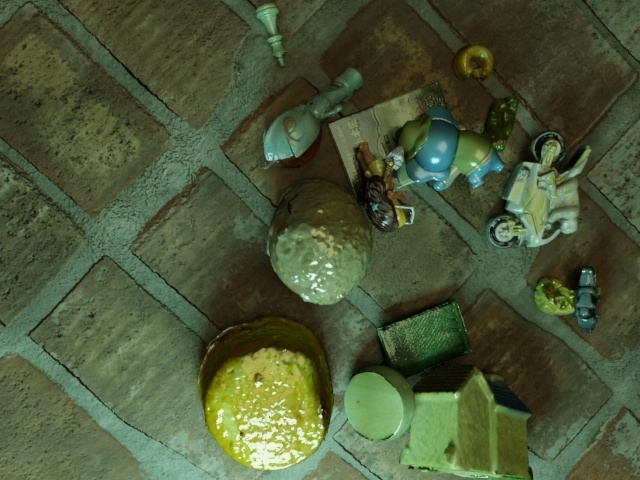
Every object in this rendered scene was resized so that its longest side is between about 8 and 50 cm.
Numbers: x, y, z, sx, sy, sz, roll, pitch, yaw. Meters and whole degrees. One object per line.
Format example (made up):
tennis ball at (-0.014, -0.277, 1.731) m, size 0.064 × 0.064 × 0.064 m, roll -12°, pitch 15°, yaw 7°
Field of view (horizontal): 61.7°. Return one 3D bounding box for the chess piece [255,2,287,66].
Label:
chess piece at (-0.116, -0.510, 1.342) m, size 0.059 × 0.059 × 0.149 m, roll -17°, pitch 102°, yaw -6°

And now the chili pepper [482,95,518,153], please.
chili pepper at (0.466, -0.281, 1.416) m, size 0.072 × 0.073 × 0.204 m, roll 18°, pitch 80°, yaw 10°

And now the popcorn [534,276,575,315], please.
popcorn at (0.638, 0.158, 1.459) m, size 0.097 × 0.089 × 0.109 m, roll -43°, pitch 100°, yaw 9°

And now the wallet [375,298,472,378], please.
wallet at (0.276, 0.265, 1.434) m, size 0.236 × 0.055 × 0.160 m, roll -19°, pitch 100°, yaw -9°

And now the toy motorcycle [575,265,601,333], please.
toy motorcycle at (0.726, 0.168, 1.456) m, size 0.061 × 0.124 × 0.194 m, roll 3°, pitch 99°, yaw 34°

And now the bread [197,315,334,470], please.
bread at (-0.126, 0.374, 1.319) m, size 0.336 × 0.204 × 0.358 m, roll -16°, pitch 94°, yaw -11°

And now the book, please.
book at (0.204, -0.258, 1.411) m, size 0.322 × 0.018 × 0.228 m, roll -23°, pitch 96°, yaw -5°

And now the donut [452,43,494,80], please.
donut at (0.406, -0.472, 1.412) m, size 0.108 × 0.043 × 0.097 m, roll -6°, pitch 95°, yaw -11°

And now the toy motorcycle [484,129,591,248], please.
toy motorcycle at (0.597, -0.111, 1.422) m, size 0.222 × 0.108 × 0.341 m, roll 24°, pitch 97°, yaw 1°

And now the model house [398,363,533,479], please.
model house at (0.374, 0.472, 1.393) m, size 0.321 × 0.261 × 0.266 m, roll 19°, pitch 66°, yaw -28°

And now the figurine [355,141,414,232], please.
figurine at (0.151, -0.134, 1.314) m, size 0.115 × 0.175 × 0.240 m, roll -8°, pitch 64°, yaw -4°

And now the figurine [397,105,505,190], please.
figurine at (0.314, -0.213, 1.342) m, size 0.262 × 0.154 × 0.180 m, roll 36°, pitch 114°, yaw 5°

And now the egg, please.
egg at (0.000, 0.000, 1.284) m, size 0.279 × 0.279 × 0.311 m, roll 7°, pitch 73°, yaw -7°

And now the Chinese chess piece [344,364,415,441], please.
Chinese chess piece at (0.151, 0.415, 1.371) m, size 0.188 × 0.083 × 0.189 m, roll -1°, pitch 89°, yaw 36°

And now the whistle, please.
whistle at (-0.025, -0.296, 1.329) m, size 0.346 × 0.142 × 0.134 m, roll -46°, pitch 107°, yaw -14°
